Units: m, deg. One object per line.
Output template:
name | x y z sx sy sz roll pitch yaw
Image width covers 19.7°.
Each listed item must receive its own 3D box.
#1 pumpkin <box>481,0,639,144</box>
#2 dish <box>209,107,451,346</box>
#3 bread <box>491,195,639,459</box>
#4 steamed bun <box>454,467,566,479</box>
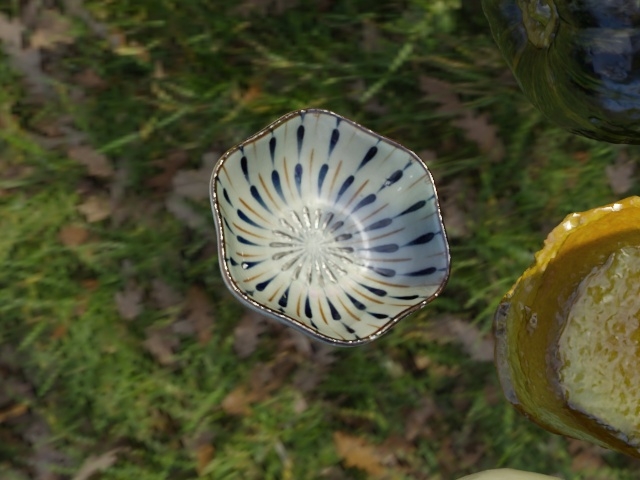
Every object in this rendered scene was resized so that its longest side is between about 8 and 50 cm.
pumpkin | 0.236 -0.199 1.391 0.189 0.260 0.260 -16 91 -15
dish | 0.000 0.000 1.365 0.190 0.191 0.066 53 152 9
bread | 0.299 0.084 1.717 0.268 0.146 0.268 -4 104 -17
steamed bun | 0.150 0.288 0.976 0.310 0.219 0.324 -1 132 30
